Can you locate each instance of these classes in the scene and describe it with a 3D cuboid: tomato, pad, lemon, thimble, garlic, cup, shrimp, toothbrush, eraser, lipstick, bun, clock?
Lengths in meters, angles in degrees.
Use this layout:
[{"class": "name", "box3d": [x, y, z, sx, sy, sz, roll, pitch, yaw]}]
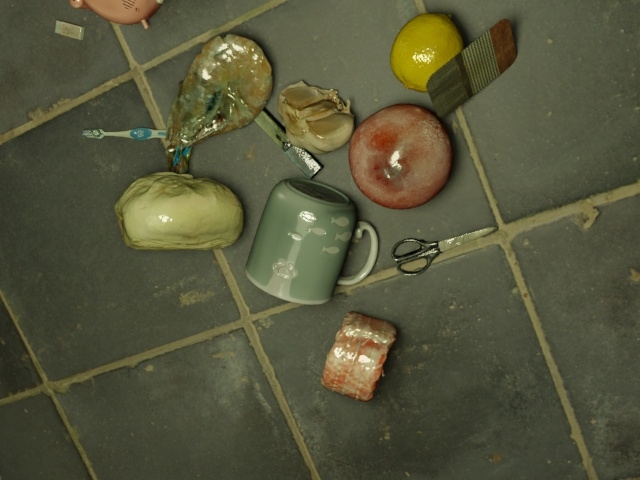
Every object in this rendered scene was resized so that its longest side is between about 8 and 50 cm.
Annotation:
[{"class": "tomato", "box3d": [0.202, -0.205, 1.679, 0.270, 0.227, 0.271, 4, 112, 11]}, {"class": "pad", "box3d": [0.410, -0.360, 1.650, 0.250, 0.055, 0.323, -39, 126, 2]}, {"class": "lemon", "box3d": [0.264, -0.460, 1.621, 0.178, 0.178, 0.203, 32, 98, 3]}, {"class": "thimble", "box3d": [0.110, 0.324, 1.856, 0.162, 0.239, 0.239, 21, 109, 8]}, {"class": "garlic", "box3d": [-0.013, -0.305, 1.747, 0.229, 0.178, 0.143, 44, 144, 31]}, {"class": "cup", "box3d": [0.000, 0.000, 1.798, 0.356, 0.259, 0.275, 10, 110, -22]}, {"class": "shrimp", "box3d": [-0.292, -0.355, 1.798, 0.221, 0.110, 0.446, 30, 119, -19]}, {"class": "toothbrush", "box3d": [-0.510, -0.310, 1.932, 0.385, 0.040, 0.040, 2, 106, 9]}, {"class": "eraser", "box3d": [-0.721, -0.605, 1.904, 0.083, 0.019, 0.038, 17, 110, 9]}, {"class": "lipstick", "box3d": [-0.118, -0.297, 1.829, 0.312, 0.051, 0.051, 46, 105, 2]}, {"class": "bun", "box3d": [-0.392, -0.080, 1.821, 0.360, 0.361, 0.213, -3, 85, 14]}, {"class": "clock", "box3d": [-0.530, -0.694, 1.772, 0.241, 0.142, 0.227, 21, 109, 3]}]

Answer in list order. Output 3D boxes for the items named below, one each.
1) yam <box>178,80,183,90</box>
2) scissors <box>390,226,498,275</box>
[{"class": "yam", "box3d": [-0.277, -0.438, 1.828, 0.241, 0.057, 0.057, -7, 104, 14]}, {"class": "scissors", "box3d": [0.340, 0.013, 1.818, 0.299, 0.022, 0.109, -21, 103, 17]}]
